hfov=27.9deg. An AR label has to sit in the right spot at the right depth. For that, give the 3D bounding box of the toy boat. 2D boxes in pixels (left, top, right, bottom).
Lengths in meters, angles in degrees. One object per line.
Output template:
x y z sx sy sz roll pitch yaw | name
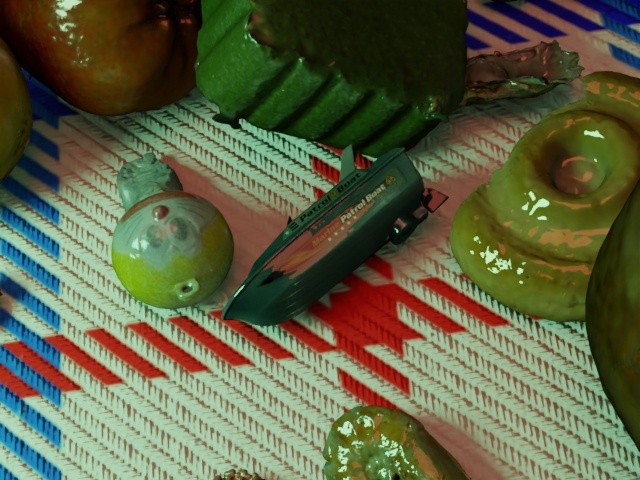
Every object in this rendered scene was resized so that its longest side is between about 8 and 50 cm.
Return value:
0.000 0.000 1.247 0.246 0.093 0.103 -39 70 -15 | toy boat

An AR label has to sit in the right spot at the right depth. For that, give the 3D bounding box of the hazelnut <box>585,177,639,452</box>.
0.390 0.064 1.029 0.366 0.366 0.365 -3 59 6 | hazelnut

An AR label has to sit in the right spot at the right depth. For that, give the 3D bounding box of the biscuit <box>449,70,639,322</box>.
0.273 -0.038 1.236 0.213 0.091 0.274 31 66 25 | biscuit

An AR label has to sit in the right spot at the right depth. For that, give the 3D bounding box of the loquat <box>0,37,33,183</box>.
-0.408 -0.132 1.301 0.235 0.235 0.235 -3 59 6 | loquat

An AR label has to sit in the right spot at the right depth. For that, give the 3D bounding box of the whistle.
-0.157 -0.020 1.274 0.123 0.123 0.223 -21 45 -5 | whistle

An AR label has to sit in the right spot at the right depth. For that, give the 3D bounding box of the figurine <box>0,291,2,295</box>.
-0.367 0.090 1.270 0.072 0.054 0.129 38 63 9 | figurine

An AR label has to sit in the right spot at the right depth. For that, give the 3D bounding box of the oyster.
0.192 -0.171 1.343 0.166 0.053 0.108 -2 40 18 | oyster

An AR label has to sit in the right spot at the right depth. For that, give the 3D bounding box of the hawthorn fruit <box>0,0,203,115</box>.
-0.240 -0.241 1.367 0.261 0.224 0.224 4 58 35 | hawthorn fruit

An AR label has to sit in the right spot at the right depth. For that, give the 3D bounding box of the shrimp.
0.083 0.219 1.140 0.190 0.042 0.101 35 90 24 | shrimp

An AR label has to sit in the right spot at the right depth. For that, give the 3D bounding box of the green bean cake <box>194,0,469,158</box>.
0.013 -0.224 1.301 0.250 0.156 0.247 15 63 -24 | green bean cake

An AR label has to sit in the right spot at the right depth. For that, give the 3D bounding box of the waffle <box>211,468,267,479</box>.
-0.077 0.244 1.151 0.083 0.029 0.075 -40 62 -13 | waffle
